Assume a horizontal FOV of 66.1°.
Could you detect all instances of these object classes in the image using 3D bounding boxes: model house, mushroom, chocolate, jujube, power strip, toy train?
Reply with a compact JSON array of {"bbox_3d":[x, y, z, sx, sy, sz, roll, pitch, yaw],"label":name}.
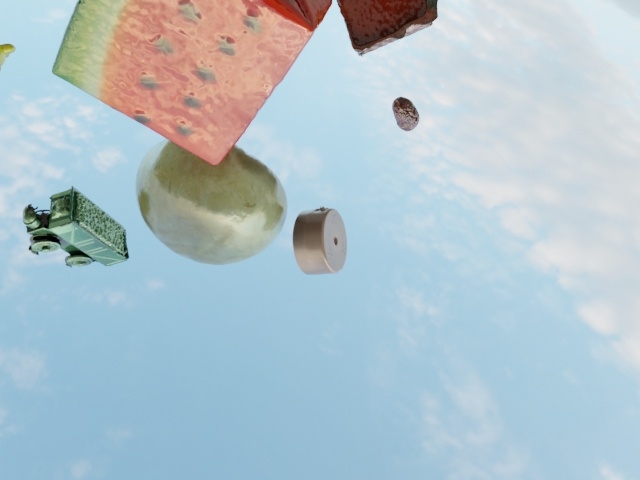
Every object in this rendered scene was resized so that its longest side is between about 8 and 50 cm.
[{"bbox_3d":[0.149,-0.534,1.131,0.254,0.195,0.160,-71,-42,-69],"label":"model house"},{"bbox_3d":[-0.247,-0.094,1.131,0.351,0.352,0.260,23,-131,-3],"label":"mushroom"},{"bbox_3d":[-0.211,-0.335,0.793,0.341,0.360,0.162,29,-144,-24],"label":"chocolate"},{"bbox_3d":[0.262,-0.396,1.531,0.129,0.077,0.077,38,-155,-52],"label":"jujube"},{"bbox_3d":[0.000,0.000,1.114,0.078,0.154,0.154,-5,-141,25],"label":"power strip"},{"bbox_3d":[-0.591,-0.011,1.201,0.154,0.269,0.115,-15,-118,5],"label":"toy train"}]

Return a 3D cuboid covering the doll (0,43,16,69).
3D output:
[{"bbox_3d":[-0.787,-0.387,1.066,0.099,0.135,0.241,46,-130,3],"label":"doll"}]
